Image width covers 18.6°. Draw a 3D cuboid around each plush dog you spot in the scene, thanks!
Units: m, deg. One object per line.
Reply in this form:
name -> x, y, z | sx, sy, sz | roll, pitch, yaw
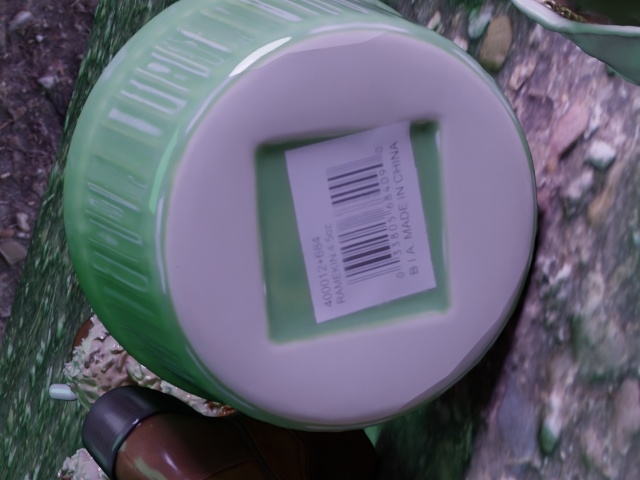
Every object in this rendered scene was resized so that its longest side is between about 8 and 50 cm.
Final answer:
plush dog -> -0.090, 0.148, 1.674 | 0.225, 0.210, 0.262 | -40, 32, 31

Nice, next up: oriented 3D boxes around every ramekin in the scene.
ramekin -> -0.005, -0.020, 1.288 | 0.148, 0.303, 0.303 | 26, 102, 65

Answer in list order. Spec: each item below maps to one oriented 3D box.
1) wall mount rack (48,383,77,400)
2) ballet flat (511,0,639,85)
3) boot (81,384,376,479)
wall mount rack -> -0.174, 0.057, 2.038 | 0.304, 0.130, 0.350 | 152, 130, -68
ballet flat -> 0.196, -0.145, 0.918 | 0.400, 0.139, 0.139 | 173, 110, -72
boot -> 0.008, 0.194, 1.325 | 0.280, 0.264, 0.096 | 34, 98, 44
